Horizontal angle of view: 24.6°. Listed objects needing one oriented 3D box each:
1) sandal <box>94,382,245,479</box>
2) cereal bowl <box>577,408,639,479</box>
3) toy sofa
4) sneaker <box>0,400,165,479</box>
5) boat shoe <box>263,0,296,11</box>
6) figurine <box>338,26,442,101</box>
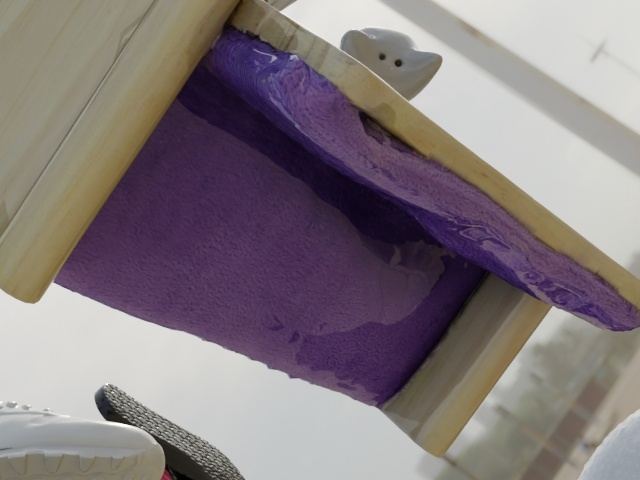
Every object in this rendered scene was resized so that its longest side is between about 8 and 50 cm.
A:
[{"bbox_3d":[-0.126,0.184,1.236,0.040,0.179,0.067,-48,21,10],"label":"sandal"},{"bbox_3d":[0.340,0.285,1.218,0.141,0.339,0.339,1,-55,-53],"label":"cereal bowl"},{"bbox_3d":[0.000,0.000,0.696,0.150,0.177,0.362,-54,-37,5],"label":"toy sofa"},{"bbox_3d":[-0.217,0.135,0.942,0.095,0.235,0.090,-94,-1,-47],"label":"sneaker"},{"bbox_3d":[-0.038,-0.192,1.100,0.100,0.035,0.035,-39,-16,21],"label":"boat shoe"},{"bbox_3d":[-0.031,-0.100,1.047,0.209,0.214,0.092,113,166,-62],"label":"figurine"}]
